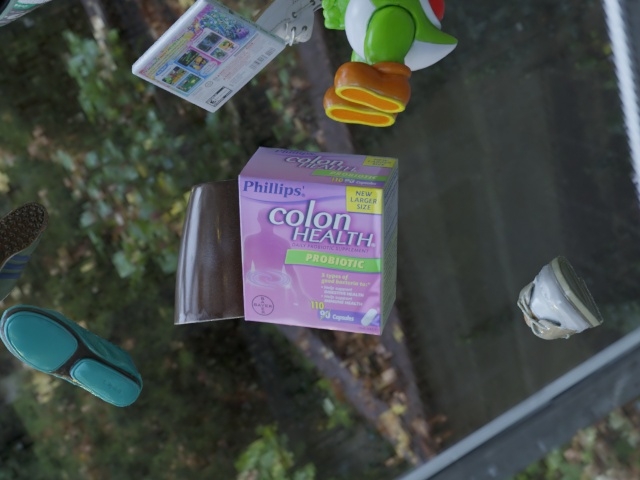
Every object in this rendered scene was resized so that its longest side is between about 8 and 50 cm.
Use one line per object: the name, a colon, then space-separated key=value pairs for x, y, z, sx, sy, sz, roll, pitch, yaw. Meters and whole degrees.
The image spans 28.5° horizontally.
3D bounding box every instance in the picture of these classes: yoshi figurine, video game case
yoshi figurine: x=0.062 y=-0.351 z=1.689 sx=0.204 sy=0.362 sz=0.203 roll=4 pitch=167 yaw=34
video game case: x=-0.150 y=-0.248 z=1.698 sx=0.143 sy=0.157 sz=0.019 roll=24 pitch=-139 yaw=-38

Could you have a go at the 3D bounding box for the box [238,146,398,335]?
box: x=0.000 y=0.000 z=1.867 sx=0.117 sy=0.214 sz=0.243 roll=-61 pitch=-26 yaw=-61

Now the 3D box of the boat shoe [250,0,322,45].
boat shoe: x=-0.051 y=-0.390 z=2.217 sx=0.096 sy=0.277 sz=0.098 roll=48 pitch=149 yaw=-11

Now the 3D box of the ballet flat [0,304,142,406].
ballet flat: x=-0.350 y=0.147 z=1.738 sx=0.247 sy=0.083 sz=0.087 roll=39 pitch=-169 yaw=-36

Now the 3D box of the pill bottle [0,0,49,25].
pill bottle: x=-0.537 y=-0.498 z=2.186 sx=0.361 sy=0.204 sz=0.204 roll=-5 pitch=114 yaw=56

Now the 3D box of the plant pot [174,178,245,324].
plant pot: x=-0.152 y=0.017 z=2.134 sx=0.215 sy=0.215 sz=0.230 roll=162 pitch=103 yaw=-75

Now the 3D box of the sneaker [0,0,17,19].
sneaker: x=-0.424 y=-0.249 z=1.405 sx=0.094 sy=0.256 sz=0.151 roll=45 pitch=-165 yaw=-20

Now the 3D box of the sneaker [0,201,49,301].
sneaker: x=-0.484 y=0.031 z=1.931 sx=0.064 sy=0.192 sz=0.086 roll=31 pitch=159 yaw=8

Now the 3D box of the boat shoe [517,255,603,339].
boat shoe: x=0.359 y=0.103 z=1.915 sx=0.113 sy=0.103 sz=0.302 roll=68 pitch=-167 yaw=19
